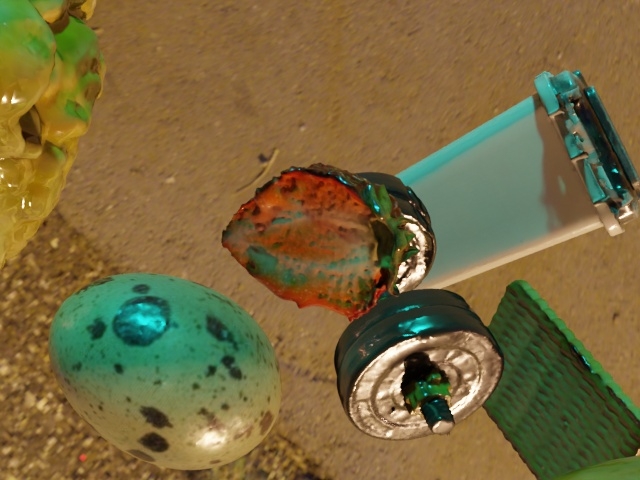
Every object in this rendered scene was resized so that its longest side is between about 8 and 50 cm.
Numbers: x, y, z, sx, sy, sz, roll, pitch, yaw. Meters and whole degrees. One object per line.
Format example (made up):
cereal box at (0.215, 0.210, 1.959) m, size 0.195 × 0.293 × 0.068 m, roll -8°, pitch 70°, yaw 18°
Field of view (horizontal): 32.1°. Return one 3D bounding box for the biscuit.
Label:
biscuit at (0.262, 0.182, 1.247) m, size 0.254 × 0.029 × 0.172 m, roll 55°, pitch 137°, yaw 40°

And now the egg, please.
egg at (-0.238, 0.199, 1.729) m, size 0.379 × 0.287 × 0.287 m, roll 33°, pitch 117°, yaw -23°

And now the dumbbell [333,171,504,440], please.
dumbbell at (0.077, 0.070, 1.282) m, size 0.185 × 0.388 × 0.185 m, roll -10°, pitch 132°, yaw -11°

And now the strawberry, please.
strawberry at (0.000, 0.000, 1.019) m, size 0.187 × 0.082 × 0.146 m, roll 1°, pitch 102°, yaw 22°

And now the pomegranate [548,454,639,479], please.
pomegranate at (0.169, 0.282, 0.568) m, size 0.342 × 0.342 × 0.342 m, roll 5°, pitch 111°, yaw 15°

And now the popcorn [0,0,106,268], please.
popcorn at (-0.231, -0.086, 0.694) m, size 0.174 × 0.225 × 0.286 m, roll 28°, pitch 131°, yaw -12°

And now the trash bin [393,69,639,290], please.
trash bin at (0.264, -0.073, 1.625) m, size 0.367 × 0.296 × 0.256 m, roll -26°, pitch 92°, yaw 17°
